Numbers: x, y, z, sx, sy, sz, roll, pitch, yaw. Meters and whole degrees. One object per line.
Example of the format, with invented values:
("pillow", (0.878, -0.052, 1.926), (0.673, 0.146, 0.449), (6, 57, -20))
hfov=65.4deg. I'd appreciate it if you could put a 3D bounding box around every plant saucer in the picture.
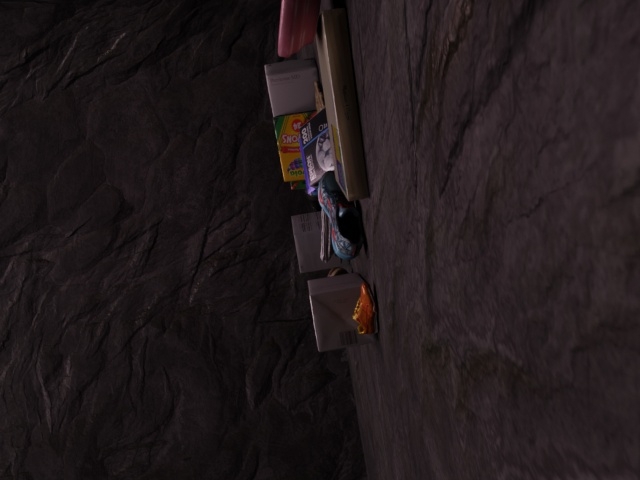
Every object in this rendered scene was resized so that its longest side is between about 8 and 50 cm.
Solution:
("plant saucer", (-0.040, -0.581, 1.113), (0.332, 0.084, 0.332), (-175, 90, -83))

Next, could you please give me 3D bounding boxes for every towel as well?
("towel", (0.040, -0.067, 1.664), (0.285, 0.034, 0.209), (-60, -27, -70))

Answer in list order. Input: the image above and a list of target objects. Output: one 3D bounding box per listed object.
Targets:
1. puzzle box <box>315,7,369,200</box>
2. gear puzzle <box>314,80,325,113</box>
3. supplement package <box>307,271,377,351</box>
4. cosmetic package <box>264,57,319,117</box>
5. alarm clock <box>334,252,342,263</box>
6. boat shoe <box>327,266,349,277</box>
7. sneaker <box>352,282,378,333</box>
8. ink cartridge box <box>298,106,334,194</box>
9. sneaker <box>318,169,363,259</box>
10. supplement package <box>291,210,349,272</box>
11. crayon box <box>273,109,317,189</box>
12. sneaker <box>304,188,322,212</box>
("puzzle box", (0.047, -0.319, 1.199), (0.272, 0.052, 0.409), (-105, 6, -71))
("gear puzzle", (0.034, -0.380, 1.631), (0.175, 0.044, 0.339), (85, 173, -46))
("supplement package", (0.061, 0.214, 1.567), (0.293, 0.177, 0.175), (-115, 15, -86))
("cosmetic package", (-0.100, -0.558, 2.127), (0.156, 0.217, 0.385), (-101, 0, -52))
("alarm clock", (0.075, -0.032, 1.583), (0.129, 0.064, 0.192), (-69, -23, -76))
("boat shoe", (0.058, 0.213, 2.043), (0.123, 0.123, 0.342), (33, 156, 31))
("sneaker", (0.120, 0.191, 1.354), (0.064, 0.067, 0.175), (-99, 2, -59))
("ink cartridge box", (-0.008, -0.274, 1.525), (0.208, 0.045, 0.206), (-30, 64, 47))
("sneaker", (0.071, -0.085, 1.380), (0.125, 0.104, 0.262), (127, 128, -70))
("supplement package", (0.000, 0.000, 2.009), (0.149, 0.203, 0.194), (-101, 3, -56))
("crayon box", (-0.063, -0.361, 2.040), (0.081, 0.202, 0.318), (-53, -44, -65))
("sneaker", (0.018, -0.152, 2.083), (0.341, 0.125, 0.139), (22, -120, -80))
